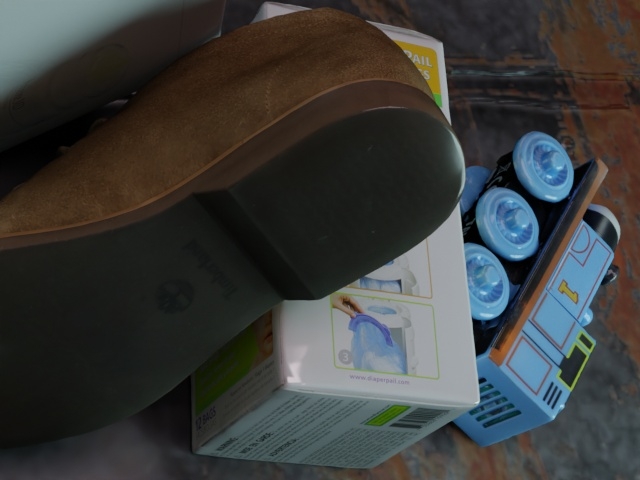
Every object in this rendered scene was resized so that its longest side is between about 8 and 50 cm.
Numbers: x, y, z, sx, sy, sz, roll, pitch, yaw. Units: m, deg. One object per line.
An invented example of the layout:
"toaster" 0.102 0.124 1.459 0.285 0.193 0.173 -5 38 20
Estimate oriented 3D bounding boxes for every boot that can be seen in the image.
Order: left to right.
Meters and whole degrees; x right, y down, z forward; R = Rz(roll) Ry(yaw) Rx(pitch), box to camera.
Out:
"boot" -0.090 -0.004 0.678 0.305 0.112 0.115 -25 42 5

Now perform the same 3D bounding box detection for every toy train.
"toy train" 0.108 0.021 0.847 0.105 0.080 0.184 45 50 -13

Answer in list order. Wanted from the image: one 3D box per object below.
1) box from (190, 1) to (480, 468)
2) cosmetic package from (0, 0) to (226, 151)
"box" 0.000 0.000 0.770 0.103 0.114 0.203 9 63 -24
"cosmetic package" -0.161 -0.118 0.625 0.225 0.224 0.138 -27 85 -10
